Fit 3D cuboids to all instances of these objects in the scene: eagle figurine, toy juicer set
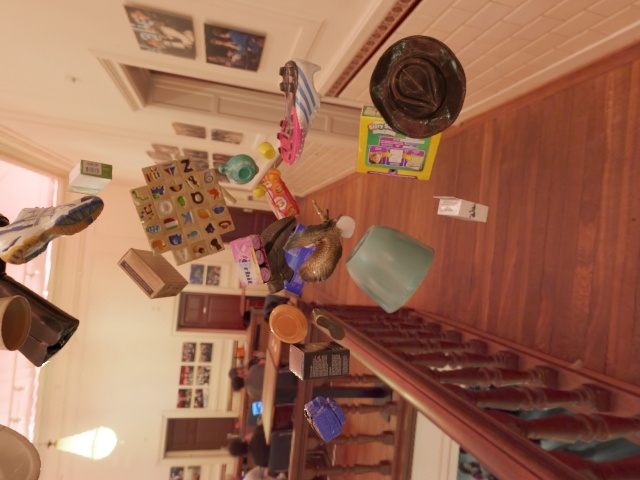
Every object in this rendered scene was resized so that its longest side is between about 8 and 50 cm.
[{"bbox_3d":[-0.006,0.006,1.684,0.225,0.226,0.298,-63,0,40],"label":"eagle figurine"},{"bbox_3d":[-0.322,-0.267,1.722,0.089,0.329,0.209,46,159,50],"label":"toy juicer set"}]

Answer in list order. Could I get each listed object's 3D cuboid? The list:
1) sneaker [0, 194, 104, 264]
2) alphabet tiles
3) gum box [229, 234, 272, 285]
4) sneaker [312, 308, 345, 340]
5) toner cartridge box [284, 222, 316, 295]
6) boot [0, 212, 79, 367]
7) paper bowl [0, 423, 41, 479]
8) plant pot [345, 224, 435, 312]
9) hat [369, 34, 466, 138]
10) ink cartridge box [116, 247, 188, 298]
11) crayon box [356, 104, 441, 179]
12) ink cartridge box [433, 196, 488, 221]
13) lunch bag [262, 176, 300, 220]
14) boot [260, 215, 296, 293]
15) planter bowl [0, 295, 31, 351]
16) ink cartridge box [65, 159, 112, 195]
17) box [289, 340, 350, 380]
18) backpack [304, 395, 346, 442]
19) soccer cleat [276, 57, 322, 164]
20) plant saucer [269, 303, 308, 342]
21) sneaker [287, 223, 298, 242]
[{"bbox_3d":[-0.783,-0.064,1.157,0.131,0.296,0.112,43,147,12],"label":"sneaker"},{"bbox_3d":[-0.461,-0.101,1.370,0.011,0.285,0.343,-1,109,65],"label":"alphabet tiles"},{"bbox_3d":[-0.264,0.072,1.531,0.062,0.107,0.189,-30,-71,-58],"label":"gum box"},{"bbox_3d":[0.034,0.363,1.785,0.064,0.192,0.086,-45,33,2],"label":"sneaker"},{"bbox_3d":[-0.114,0.097,2.121,0.348,0.165,0.075,-64,8,1],"label":"toner cartridge box"},{"bbox_3d":[-1.036,0.173,1.398,0.367,0.445,0.146,-52,-4,18],"label":"boot"},{"bbox_3d":[-0.718,0.482,0.767,0.148,0.284,0.284,-64,14,-3],"label":"paper bowl"},{"bbox_3d":[0.236,0.080,1.494,0.293,0.235,0.293,-54,2,3],"label":"plant pot"},{"bbox_3d":[0.321,-0.492,1.301,0.134,0.331,0.331,-71,-8,-71],"label":"hat"},{"bbox_3d":[-0.652,0.132,1.591,0.088,0.193,0.235,-47,-7,-1],"label":"ink cartridge box"},{"bbox_3d":[0.360,-0.453,1.895,0.313,0.362,0.106,91,-170,-48],"label":"crayon box"},{"bbox_3d":[0.503,-0.113,1.464,0.104,0.181,0.062,12,92,63],"label":"ink cartridge box"},{"bbox_3d":[-0.216,-0.213,2.088,0.258,0.120,0.293,57,171,0],"label":"lunch bag"},{"bbox_3d":[-0.180,0.060,1.798,0.118,0.223,0.338,-4,36,42],"label":"boot"},{"bbox_3d":[-0.953,0.245,1.189,0.162,0.109,0.162,180,90,-80],"label":"planter bowl"},{"bbox_3d":[-0.886,-0.236,1.542,0.209,0.109,0.062,-18,73,44],"label":"ink cartridge box"},{"bbox_3d":[-0.005,0.480,1.624,0.153,0.207,0.108,178,93,-68],"label":"box"},{"bbox_3d":[0.013,0.518,1.191,0.098,0.101,0.120,66,161,-5],"label":"backpack"},{"bbox_3d":[-0.056,-0.409,1.309,0.116,0.143,0.331,36,129,46],"label":"soccer cleat"},{"bbox_3d":[-0.156,0.403,1.926,0.037,0.199,0.200,-37,-40,-66],"label":"plant saucer"},{"bbox_3d":[-0.226,-0.040,2.280,0.104,0.261,0.125,35,126,48],"label":"sneaker"}]
